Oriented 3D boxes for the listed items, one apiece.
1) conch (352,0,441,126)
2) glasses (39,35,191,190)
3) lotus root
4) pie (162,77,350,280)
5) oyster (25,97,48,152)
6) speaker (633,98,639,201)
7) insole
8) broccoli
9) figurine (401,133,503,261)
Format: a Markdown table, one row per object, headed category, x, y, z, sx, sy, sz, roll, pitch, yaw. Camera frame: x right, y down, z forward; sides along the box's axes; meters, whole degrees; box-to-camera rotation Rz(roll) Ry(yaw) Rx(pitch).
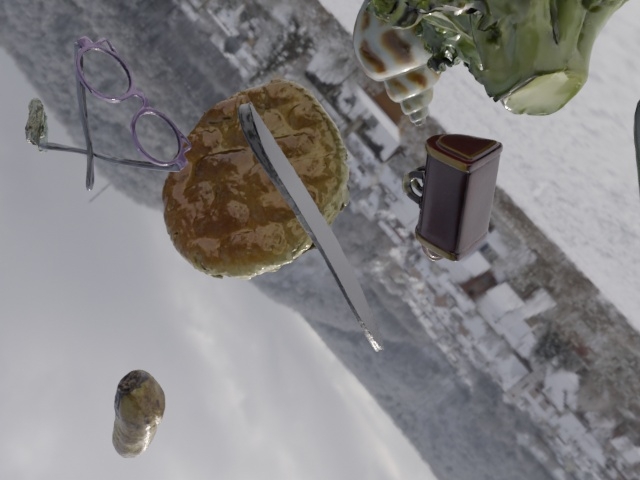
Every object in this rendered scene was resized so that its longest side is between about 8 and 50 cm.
| category | x | y | z | sx | sy | sz | roll | pitch | yaw |
| --- | --- | --- | --- | --- | --- | --- | --- | --- | --- |
| conch | 0.130 | -0.313 | 1.058 | 0.148 | 0.275 | 0.183 | 19 | -159 | 14 |
| glasses | -0.196 | -0.100 | 0.661 | 0.140 | 0.103 | 0.062 | 50 | -141 | -14 |
| lotus root | -0.357 | 0.341 | 1.420 | 0.097 | 0.258 | 0.110 | 12 | -134 | -10 |
| pie | -0.105 | -0.093 | 1.138 | 0.339 | 0.339 | 0.083 | 51 | -176 | 31 |
| oyster | -0.476 | -0.196 | 1.215 | 0.100 | 0.037 | 0.098 | -173 | 83 | -70 |
| speaker | 0.404 | -0.031 | 0.524 | 0.183 | 0.406 | 0.184 | -13 | 85 | 57 |
| insole | 0.000 | 0.000 | 0.666 | 0.309 | 0.012 | 0.110 | 58 | -167 | -44 |
| broccoli | 0.227 | -0.299 | 0.799 | 0.334 | 0.324 | 0.272 | 10 | -143 | -43 |
| figurine | 0.136 | -0.043 | 0.814 | 0.098 | 0.154 | 0.082 | 23 | -145 | 28 |
